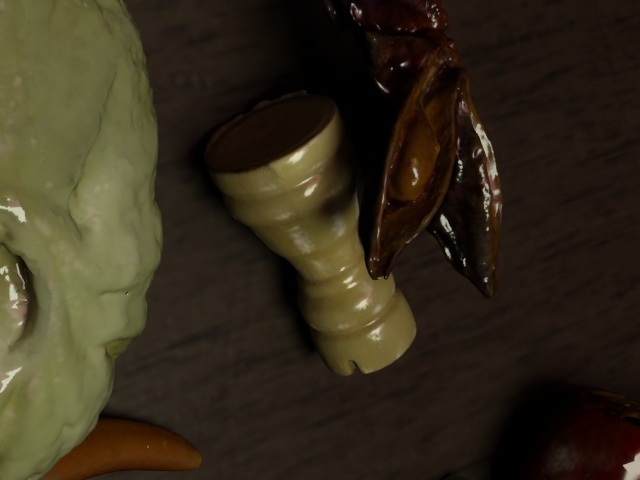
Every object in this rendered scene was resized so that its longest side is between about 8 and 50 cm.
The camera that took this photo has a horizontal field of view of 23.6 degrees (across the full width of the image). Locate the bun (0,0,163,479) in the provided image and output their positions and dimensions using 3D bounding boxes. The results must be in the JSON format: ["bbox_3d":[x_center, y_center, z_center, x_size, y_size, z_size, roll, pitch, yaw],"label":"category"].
[{"bbox_3d":[-0.143,-0.021,0.518,0.243,0.153,0.244,-13,111,-36],"label":"bun"}]

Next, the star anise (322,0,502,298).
[{"bbox_3d":[0.043,-0.046,0.662,0.212,0.053,0.157,53,26,-60],"label":"star anise"}]

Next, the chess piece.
[{"bbox_3d":[0.000,0.000,0.688,0.066,0.066,0.122,-41,122,-26],"label":"chess piece"}]

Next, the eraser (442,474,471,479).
[{"bbox_3d":[0.046,0.153,0.757,0.083,0.019,0.038,-28,111,-30],"label":"eraser"}]

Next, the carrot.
[{"bbox_3d":[-0.106,0.090,0.636,0.142,0.035,0.035,-1,95,-40],"label":"carrot"}]

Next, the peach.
[{"bbox_3d":[0.168,0.131,0.800,0.172,0.092,0.127,-18,110,-45],"label":"peach"}]
